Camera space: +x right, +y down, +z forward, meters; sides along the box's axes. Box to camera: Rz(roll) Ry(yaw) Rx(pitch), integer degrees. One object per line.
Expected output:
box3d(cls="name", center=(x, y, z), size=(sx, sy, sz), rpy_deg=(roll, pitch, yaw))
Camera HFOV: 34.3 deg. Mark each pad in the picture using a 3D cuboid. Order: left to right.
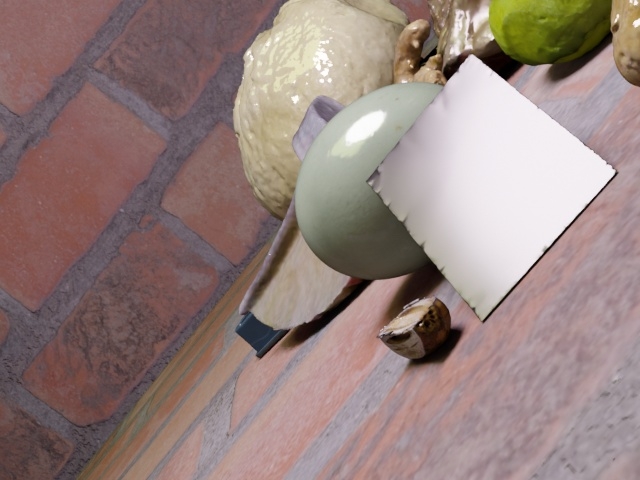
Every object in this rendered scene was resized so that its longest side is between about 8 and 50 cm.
box3d(cls="pad", center=(0.109, -0.044, 0.722), size=(0.127, 0.004, 0.190), rpy_deg=(-50, 38, 12))

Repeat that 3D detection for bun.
box3d(cls="bun", center=(-0.005, -0.191, 1.478), size=(0.349, 0.227, 0.352), rpy_deg=(33, -111, -88))

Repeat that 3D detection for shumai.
box3d(cls="shumai", center=(0.247, -0.319, 1.339), size=(0.346, 0.217, 0.283), rpy_deg=(112, 158, -54))

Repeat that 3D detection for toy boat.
box3d(cls="toy boat", center=(0.014, -0.022, 1.207), size=(0.276, 0.111, 0.293), rpy_deg=(21, 100, 65))

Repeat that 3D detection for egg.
box3d(cls="egg", center=(0.061, -0.050, 0.882), size=(0.192, 0.149, 0.149), rpy_deg=(-46, 7, 29))

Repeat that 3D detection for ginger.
box3d(cls="ginger", center=(0.125, -0.139, 1.238), size=(0.258, 0.065, 0.149), rpy_deg=(-96, 4, -46))

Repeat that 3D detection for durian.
box3d(cls="durian", center=(0.234, -0.236, 0.954), size=(0.139, 0.101, 0.250), rpy_deg=(-53, 6, -22))

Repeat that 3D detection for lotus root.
box3d(cls="lotus root", center=(0.070, 0.062, 0.720), size=(0.037, 0.030, 0.083), rpy_deg=(-46, 5, -17))

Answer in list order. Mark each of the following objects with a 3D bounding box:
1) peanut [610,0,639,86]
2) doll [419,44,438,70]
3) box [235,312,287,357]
box3d(cls="peanut", center=(0.239, -0.178, 0.625), size=(0.193, 0.089, 0.089), rpy_deg=(-52, 6, -3))
box3d(cls="doll", center=(0.160, -0.222, 1.586), size=(0.127, 0.088, 0.248), rpy_deg=(-28, 23, 18))
box3d(cls="box", center=(-0.070, 0.105, 1.422), size=(0.099, 0.054, 0.074), rpy_deg=(-47, 5, 41))
